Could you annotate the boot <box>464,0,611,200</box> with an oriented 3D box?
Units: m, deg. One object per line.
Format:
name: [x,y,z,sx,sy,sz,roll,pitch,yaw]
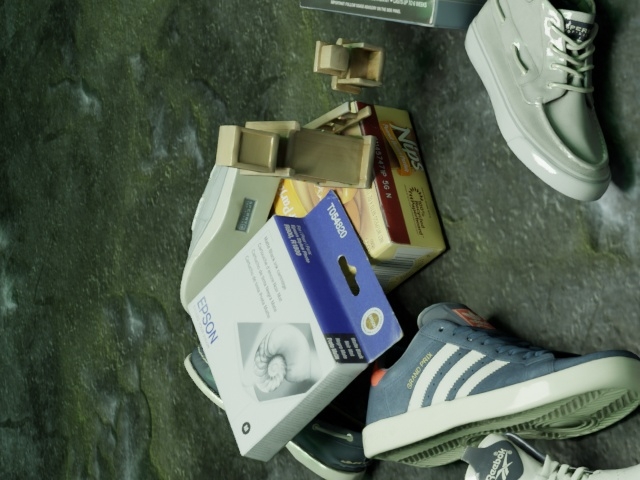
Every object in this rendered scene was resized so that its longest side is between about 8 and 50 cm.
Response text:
boot: [0.225,-0.166,1.382,0.123,0.095,0.258,-61,41,39]

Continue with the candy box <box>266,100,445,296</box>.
candy box: [0.000,0.000,1.674,0.316,0.088,0.183,-39,54,43]

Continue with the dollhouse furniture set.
dollhouse furniture set: [-0.038,-0.146,1.523,0.101,0.182,0.161,5,88,53]

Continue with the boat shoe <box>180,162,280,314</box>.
boat shoe: [-0.110,-0.019,1.699,0.227,0.079,0.081,-68,27,11]

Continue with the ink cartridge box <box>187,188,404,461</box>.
ink cartridge box: [-0.035,0.086,1.550,0.224,0.045,0.223,-45,47,23]

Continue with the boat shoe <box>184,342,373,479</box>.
boat shoe: [-0.044,0.181,1.648,0.254,0.095,0.079,35,116,24]

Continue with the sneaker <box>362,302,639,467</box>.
sneaker: [0.166,0.122,1.406,0.350,0.131,0.148,-21,60,45]

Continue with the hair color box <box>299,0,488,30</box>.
hair color box: [0.101,-0.419,1.514,0.185,0.114,0.374,15,102,37]

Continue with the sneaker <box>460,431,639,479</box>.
sneaker: [0.204,0.226,1.291,0.094,0.153,0.235,-52,0,-32]
